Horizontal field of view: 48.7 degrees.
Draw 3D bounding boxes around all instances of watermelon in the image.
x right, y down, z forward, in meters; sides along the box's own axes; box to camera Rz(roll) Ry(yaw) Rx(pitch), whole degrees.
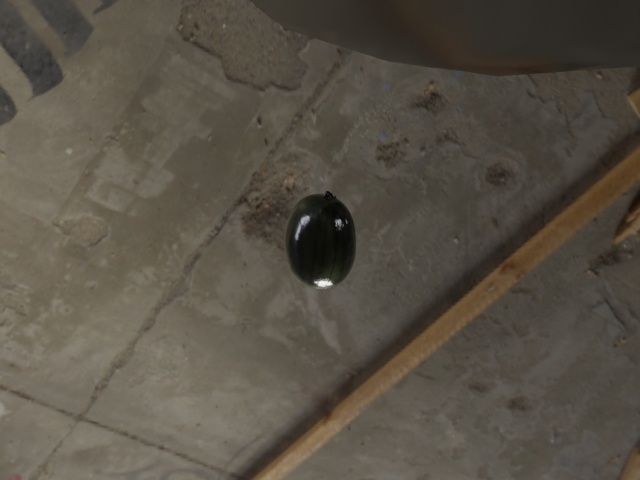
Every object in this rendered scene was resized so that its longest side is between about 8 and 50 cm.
[{"bbox_3d":[0.000,0.000,0.748,0.078,0.078,0.111,-3,117,-3],"label":"watermelon"}]

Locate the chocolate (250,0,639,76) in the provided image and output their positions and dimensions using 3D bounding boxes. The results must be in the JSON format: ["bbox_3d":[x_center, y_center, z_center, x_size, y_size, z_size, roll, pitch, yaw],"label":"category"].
[{"bbox_3d":[0.127,-0.321,0.522,0.383,0.383,0.332,7,91,-9],"label":"chocolate"}]
